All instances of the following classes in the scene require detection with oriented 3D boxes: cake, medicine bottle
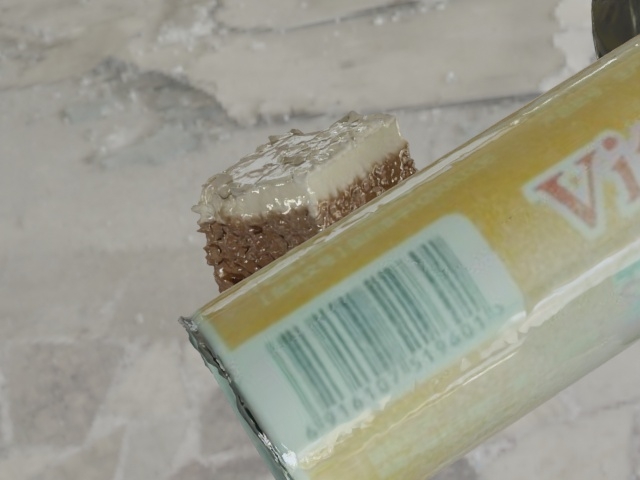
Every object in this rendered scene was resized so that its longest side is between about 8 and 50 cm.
[{"bbox_3d":[0.000,0.000,0.975,0.135,0.147,0.134,-5,26,43],"label":"cake"},{"bbox_3d":[0.153,-0.048,0.488,0.426,0.108,0.108,-31,40,-8],"label":"medicine bottle"}]

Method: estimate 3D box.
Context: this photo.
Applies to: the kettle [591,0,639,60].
[{"bbox_3d":[0.338,-0.146,0.892,0.271,0.207,0.251,-25,16,42],"label":"kettle"}]
